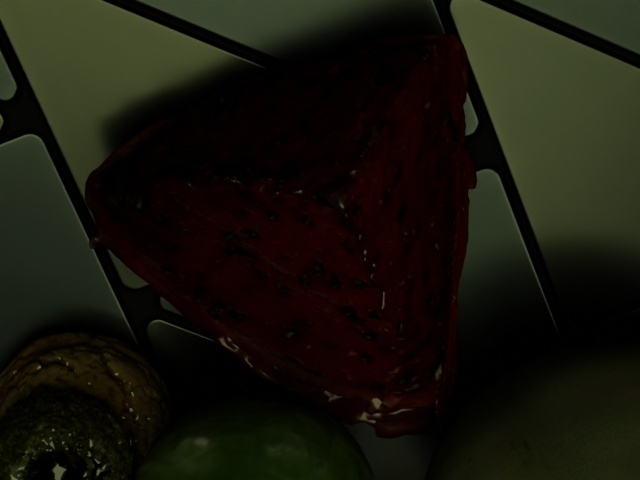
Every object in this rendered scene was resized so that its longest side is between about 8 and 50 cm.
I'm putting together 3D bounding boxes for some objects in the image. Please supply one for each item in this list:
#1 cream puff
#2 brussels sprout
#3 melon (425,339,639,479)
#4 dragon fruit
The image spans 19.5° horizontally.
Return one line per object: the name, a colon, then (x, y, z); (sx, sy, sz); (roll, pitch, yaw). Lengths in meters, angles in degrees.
cream puff: (-0.215, 0.187, 1.613); (0.183, 0.169, 0.183); (-1, 110, -3)
brussels sprout: (-0.058, 0.243, 1.571); (0.244, 0.244, 0.244); (-1, 110, -2)
melon: (0.236, 0.219, 1.587); (0.330, 0.268, 0.268); (-19, 110, -10)
dragon fruit: (0.003, -0.007, 1.597); (0.286, 0.228, 0.329); (-2, 136, 32)
